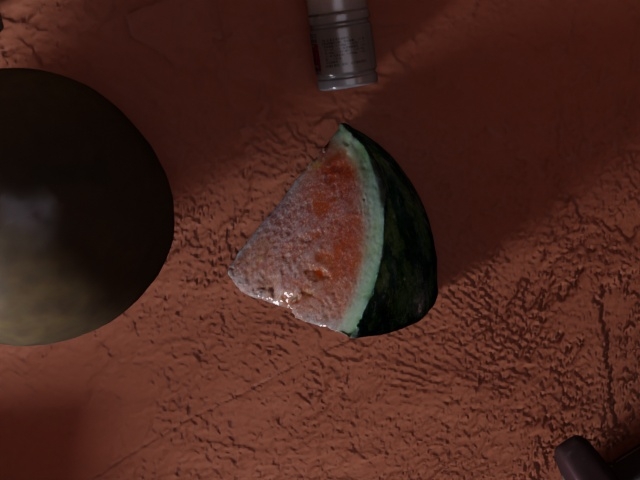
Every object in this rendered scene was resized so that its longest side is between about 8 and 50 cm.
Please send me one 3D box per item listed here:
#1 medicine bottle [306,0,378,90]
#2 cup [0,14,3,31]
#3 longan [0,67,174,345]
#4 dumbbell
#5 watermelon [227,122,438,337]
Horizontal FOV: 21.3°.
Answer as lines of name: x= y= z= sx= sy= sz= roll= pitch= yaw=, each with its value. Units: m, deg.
medicine bottle: x=0.020 y=-0.190 z=1.602 sx=0.058 sy=0.058 sz=0.091 roll=-9 pitch=99 yaw=-7
cup: x=-0.326 y=-0.229 z=1.547 sx=0.054 sy=0.075 sz=0.083 roll=-23 pitch=122 yaw=-28
longan: x=-0.261 y=-0.026 z=1.501 sx=0.258 sy=0.258 sz=0.258 roll=-1 pitch=98 yaw=-8
dumbbell: x=0.351 y=0.206 z=1.663 sx=0.225 sy=0.140 sz=0.124 roll=-31 pitch=144 yaw=-2
watermelon: x=0.016 y=-0.006 z=1.600 sx=0.202 sy=0.136 sz=0.207 roll=-15 pitch=85 yaw=-12
